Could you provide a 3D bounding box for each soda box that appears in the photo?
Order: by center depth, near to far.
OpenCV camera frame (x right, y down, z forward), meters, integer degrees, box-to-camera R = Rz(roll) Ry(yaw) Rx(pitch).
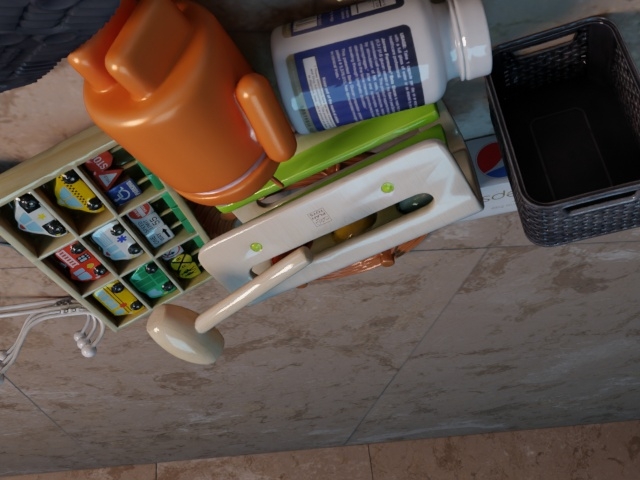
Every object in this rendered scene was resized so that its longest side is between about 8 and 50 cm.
[{"bbox_3d":[0.238,-0.082,0.733,0.216,0.069,0.074,-11,152,9],"label":"soda box"}]

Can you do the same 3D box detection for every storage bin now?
[{"bbox_3d":[0.228,-0.098,0.581,0.122,0.180,0.084,-15,150,14],"label":"storage bin"}]

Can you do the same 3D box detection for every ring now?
[{"bbox_3d":[-0.006,-0.009,0.854,0.336,0.032,0.336,-5,152,-3],"label":"ring"}]

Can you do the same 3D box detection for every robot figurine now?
[{"bbox_3d":[-0.107,-0.109,0.539,0.158,0.128,0.219,-21,150,13],"label":"robot figurine"}]

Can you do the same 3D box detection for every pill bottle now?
[{"bbox_3d":[0.051,-0.152,0.531,0.169,0.094,0.094,-12,152,10],"label":"pill bottle"}]

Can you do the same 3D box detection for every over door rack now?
[{"bbox_3d":[-0.462,0.121,0.825,0.324,0.108,0.239,7,174,-24],"label":"over door rack"}]

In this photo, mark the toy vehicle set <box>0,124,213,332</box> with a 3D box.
[{"bbox_3d":[-0.225,-0.006,0.710,0.166,0.035,0.267,-30,144,-4],"label":"toy vehicle set"}]

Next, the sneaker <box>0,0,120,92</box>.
[{"bbox_3d":[-0.238,-0.179,0.430,0.319,0.131,0.112,-7,-173,43],"label":"sneaker"}]

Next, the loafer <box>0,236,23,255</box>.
[{"bbox_3d":[-0.359,-0.041,0.674,0.267,0.096,0.084,10,129,-42],"label":"loafer"}]

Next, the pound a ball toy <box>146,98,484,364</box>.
[{"bbox_3d":[0.000,0.000,0.641,0.319,0.208,0.136,-24,130,21],"label":"pound a ball toy"}]
